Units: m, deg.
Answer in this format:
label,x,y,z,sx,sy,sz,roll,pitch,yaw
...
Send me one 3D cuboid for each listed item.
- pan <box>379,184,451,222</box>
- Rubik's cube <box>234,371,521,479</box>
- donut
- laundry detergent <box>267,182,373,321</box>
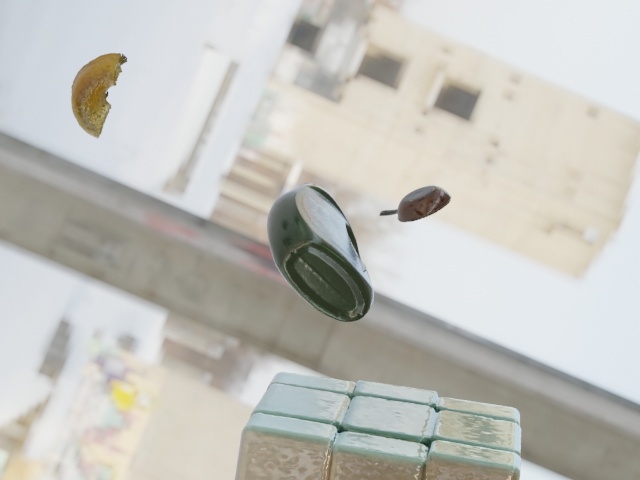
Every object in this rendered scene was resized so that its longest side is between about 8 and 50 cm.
label,x,y,z,sx,sy,sz,roll,pitch,yaw
pan,0.104,-0.044,2.286,0.068,0.023,0.115,-37,-162,-35
Rubik's cube,0.060,0.353,2.262,0.322,0.316,0.318,-59,158,-81
donut,-0.222,-0.147,1.963,0.083,0.067,0.038,-33,-167,22
laundry detergent,0.000,0.000,2.030,0.063,0.137,0.211,-44,-160,15
